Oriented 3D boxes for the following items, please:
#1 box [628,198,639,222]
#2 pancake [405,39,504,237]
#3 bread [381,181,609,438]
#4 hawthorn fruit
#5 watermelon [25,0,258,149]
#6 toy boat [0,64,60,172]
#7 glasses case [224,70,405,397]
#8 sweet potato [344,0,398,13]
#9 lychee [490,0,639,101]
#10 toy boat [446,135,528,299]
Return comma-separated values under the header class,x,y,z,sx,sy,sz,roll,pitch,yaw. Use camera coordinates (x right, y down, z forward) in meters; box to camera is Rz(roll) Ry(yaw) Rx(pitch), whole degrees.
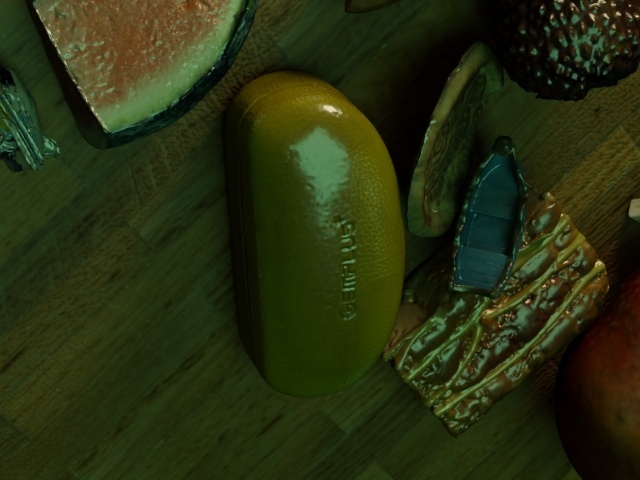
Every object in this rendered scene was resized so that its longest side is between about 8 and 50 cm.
class,x,y,z,sx,sy,sz,roll,pitch,yaw
box,0.504,-0.009,2.128,0.220,0.122,0.032,24,70,-33
pancake,0.148,-0.108,1.895,0.212,0.029,0.235,-40,145,-51
bread,0.204,0.082,2.036,0.274,0.114,0.185,-43,126,-2
hawthorn fruit,0.501,0.214,2.064,0.402,0.403,0.403,-11,119,-20
watermelon,-0.169,-0.229,1.685,0.226,0.148,0.318,23,102,-25
toy boat,-0.329,-0.158,1.682,0.066,0.084,0.210,-23,117,1
glasses case,0.000,0.000,1.876,0.173,0.141,0.371,-14,121,-19
sweet potato,0.121,-0.320,1.800,0.251,0.097,0.097,-31,124,-13
lychee,0.270,-0.243,1.860,0.188,0.188,0.188,-11,119,-20
toy boat,0.192,-0.024,1.925,0.077,0.075,0.185,52,53,-73
